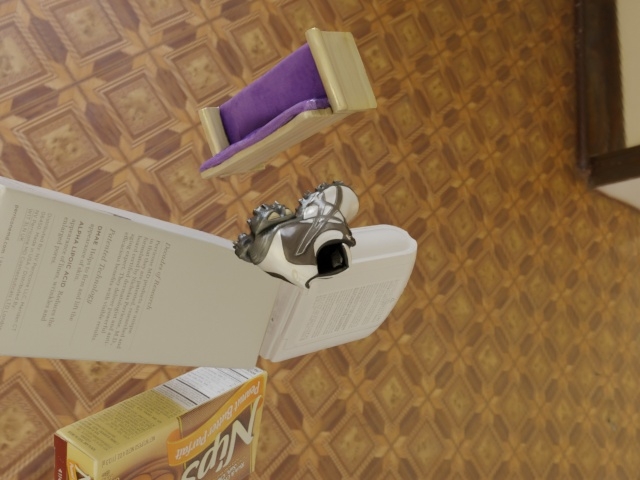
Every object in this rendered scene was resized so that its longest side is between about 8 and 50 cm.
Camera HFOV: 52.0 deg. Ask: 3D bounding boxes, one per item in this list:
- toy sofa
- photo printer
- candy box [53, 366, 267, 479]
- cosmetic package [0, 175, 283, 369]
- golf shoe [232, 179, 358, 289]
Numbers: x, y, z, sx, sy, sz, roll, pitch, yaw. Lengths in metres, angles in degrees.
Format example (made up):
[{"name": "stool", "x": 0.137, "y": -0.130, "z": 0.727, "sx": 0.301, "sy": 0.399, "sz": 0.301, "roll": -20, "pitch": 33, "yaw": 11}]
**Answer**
[{"name": "toy sofa", "x": -0.091, "y": -0.244, "z": 1.226, "sx": 0.177, "sy": 0.362, "sz": 0.150, "roll": -16, "pitch": 86, "yaw": -45}, {"name": "photo printer", "x": 0.037, "y": 0.093, "z": 1.249, "sx": 0.307, "sy": 0.256, "sz": 0.107, "roll": -9, "pitch": 45, "yaw": -38}, {"name": "candy box", "x": -0.213, "y": 0.300, "z": 0.923, "sx": 0.316, "sy": 0.087, "sz": 0.183, "roll": -16, "pitch": 121, "yaw": -54}, {"name": "cosmetic package", "x": -0.247, "y": 0.038, "z": 0.748, "sx": 0.385, "sy": 0.217, "sz": 0.156, "roll": 16, "pitch": 91, "yaw": -53}, {"name": "golf shoe", "x": 0.000, "y": 0.000, "z": 0.660, "sx": 0.094, "sy": 0.077, "sz": 0.198, "roll": 38, "pitch": 32, "yaw": 15}]
